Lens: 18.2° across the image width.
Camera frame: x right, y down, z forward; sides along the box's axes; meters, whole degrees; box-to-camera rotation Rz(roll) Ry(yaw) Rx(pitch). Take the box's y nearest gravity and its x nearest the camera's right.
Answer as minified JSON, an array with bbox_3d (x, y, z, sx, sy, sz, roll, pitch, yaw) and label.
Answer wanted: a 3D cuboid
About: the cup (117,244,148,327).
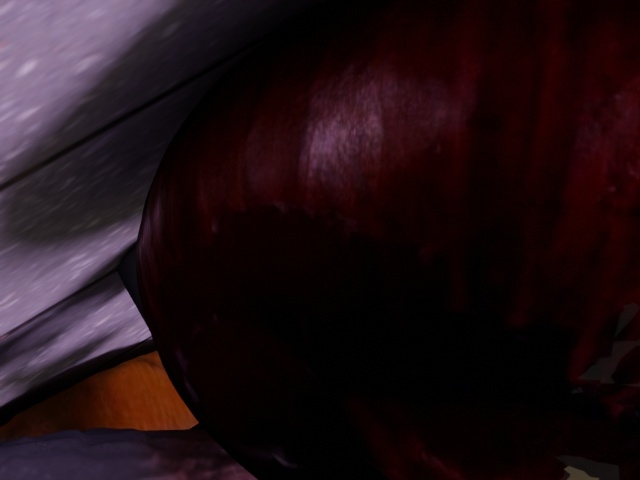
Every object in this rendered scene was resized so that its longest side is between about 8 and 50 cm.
[{"bbox_3d":[-0.044,0.031,0.872,0.078,0.077,0.100,-29,170,-35],"label":"cup"}]

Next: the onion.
[{"bbox_3d":[0.063,0.038,0.662,0.273,0.273,0.285,-45,-157,54],"label":"onion"}]

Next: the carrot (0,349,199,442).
[{"bbox_3d":[-0.160,0.162,1.127,0.258,0.100,0.307,-36,169,-12],"label":"carrot"}]

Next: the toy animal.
[{"bbox_3d":[-0.135,0.135,0.864,0.324,0.090,0.195,-11,169,-38],"label":"toy animal"}]
